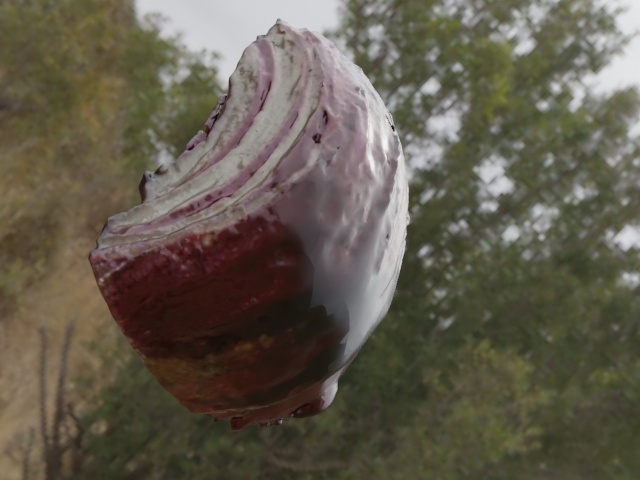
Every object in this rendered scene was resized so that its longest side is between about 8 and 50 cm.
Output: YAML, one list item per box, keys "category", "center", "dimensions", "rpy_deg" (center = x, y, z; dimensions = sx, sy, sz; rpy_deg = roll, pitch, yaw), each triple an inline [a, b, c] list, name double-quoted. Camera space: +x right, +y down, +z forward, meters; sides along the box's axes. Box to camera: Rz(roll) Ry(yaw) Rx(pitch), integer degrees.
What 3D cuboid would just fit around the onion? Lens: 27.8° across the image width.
- category: "onion"
  center: [0.000, 0.000, 1.000]
  dimensions: [0.146, 0.314, 0.280]
  rpy_deg: [1, -38, 38]
